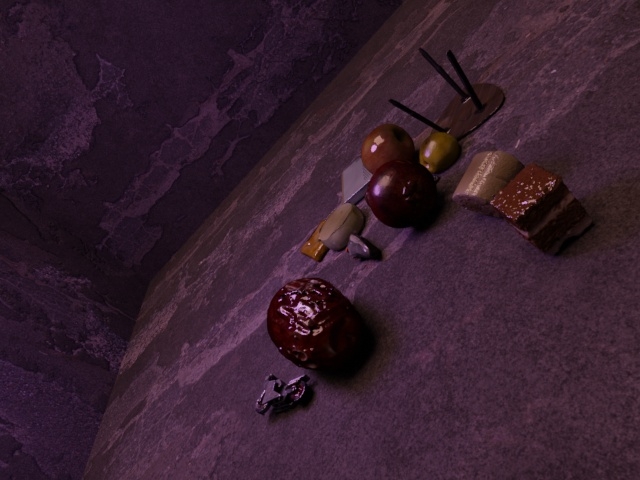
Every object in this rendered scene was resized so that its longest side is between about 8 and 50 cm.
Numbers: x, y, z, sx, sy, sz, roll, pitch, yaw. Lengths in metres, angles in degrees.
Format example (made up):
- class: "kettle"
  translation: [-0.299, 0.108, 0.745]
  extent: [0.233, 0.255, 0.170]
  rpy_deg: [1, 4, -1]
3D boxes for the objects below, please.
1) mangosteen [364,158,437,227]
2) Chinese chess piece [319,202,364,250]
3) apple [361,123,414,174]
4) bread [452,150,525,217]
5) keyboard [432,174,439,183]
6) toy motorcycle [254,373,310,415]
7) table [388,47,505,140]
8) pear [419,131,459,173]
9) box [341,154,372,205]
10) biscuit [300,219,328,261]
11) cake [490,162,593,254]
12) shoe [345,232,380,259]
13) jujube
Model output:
- class: "mangosteen"
  translation: [0.237, -0.146, 1.596]
  extent: [0.215, 0.215, 0.257]
  rpy_deg: [-54, 17, -6]
- class: "Chinese chess piece"
  translation: [0.080, -0.051, 1.915]
  extent: [0.188, 0.083, 0.188]
  rpy_deg: [-44, 21, 22]
- class: "apple"
  translation: [0.241, -0.321, 1.869]
  extent: [0.174, 0.188, 0.188]
  rpy_deg: [-41, 24, 40]
- class: "bread"
  translation: [0.433, -0.141, 1.319]
  extent: [0.141, 0.134, 0.148]
  rpy_deg: [-59, 12, -5]
- class: "keyboard"
  translation: [0.312, -0.130, 1.680]
  extent: [0.204, 0.013, 0.061]
  rpy_deg: [-53, 22, -2]
- class: "toy motorcycle"
  translation: [-0.110, 0.448, 1.539]
  extent: [0.215, 0.080, 0.122]
  rpy_deg: [-28, 35, 34]
- class: "table"
  translation: [0.421, -0.507, 1.729]
  extent: [0.317, 0.249, 0.317]
  rpy_deg: [-41, 25, 24]
- class: "pear"
  translation: [0.380, -0.296, 1.689]
  extent: [0.141, 0.104, 0.141]
  rpy_deg: [-39, 23, 20]
- class: "box"
  translation: [0.167, -0.261, 2.102]
  extent: [0.211, 0.045, 0.270]
  rpy_deg: [-41, 25, 24]
- class: "biscuit"
  translation: [0.000, 0.000, 2.039]
  extent: [0.174, 0.039, 0.183]
  rpy_deg: [-51, 23, -3]
- class: "cake"
  translation: [0.475, -0.064, 1.110]
  extent: [0.135, 0.147, 0.134]
  rpy_deg: [-46, 25, 13]
- class: "shoe"
  translation: [0.136, 0.035, 1.705]
  extent: [0.077, 0.074, 0.194]
  rpy_deg: [-61, 19, 7]
- class: "jujube"
  translation: [-0.023, 0.239, 1.495]
  extent: [0.258, 0.258, 0.376]
  rpy_deg: [-54, 16, -6]
